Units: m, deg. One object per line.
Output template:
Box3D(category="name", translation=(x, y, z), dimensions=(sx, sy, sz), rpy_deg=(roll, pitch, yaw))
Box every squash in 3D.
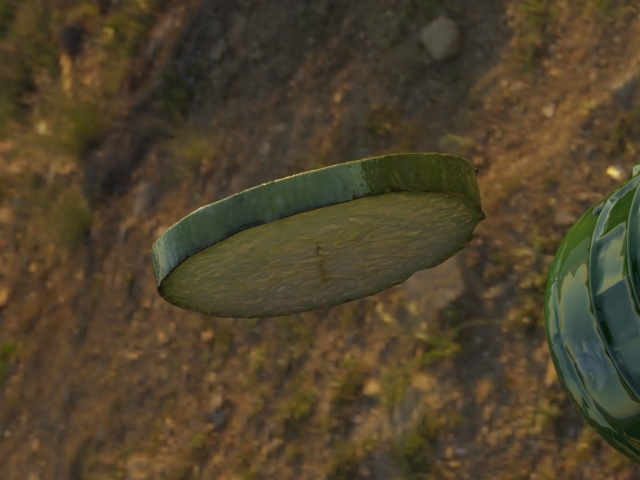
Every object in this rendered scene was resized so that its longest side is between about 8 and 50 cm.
Box3D(category="squash", translation=(-0.001, -0.005, 0.980), dimensions=(0.219, 0.219, 0.041), rpy_deg=(-33, 65, 43))

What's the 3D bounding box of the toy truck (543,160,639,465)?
Box3D(category="toy truck", translation=(0.140, 0.002, 0.298), dimensions=(0.125, 0.101, 0.242), rpy_deg=(54, 152, 5))
